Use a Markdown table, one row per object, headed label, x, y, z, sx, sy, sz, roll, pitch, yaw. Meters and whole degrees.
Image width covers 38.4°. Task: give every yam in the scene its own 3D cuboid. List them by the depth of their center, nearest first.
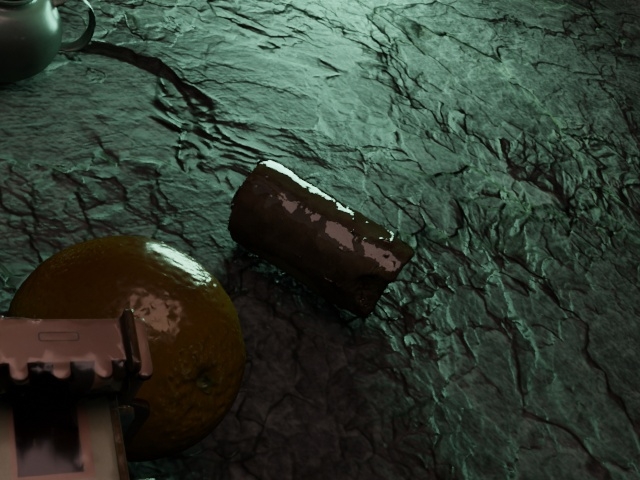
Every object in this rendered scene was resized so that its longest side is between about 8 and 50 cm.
| label | x | y | z | sx | sy | sz | roll | pitch | yaw |
| --- | --- | --- | --- | --- | --- | --- | --- | --- | --- |
| yam | 0.000 | -0.001 | 1.211 | 0.238 | 0.128 | 0.129 | 30 | 72 | 10 |

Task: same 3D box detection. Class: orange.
| label | x | y | z | sx | sy | sz | roll | pitch | yaw |
| --- | --- | --- | --- | --- | --- | --- | --- | --- | --- |
| orange | -0.189 | 0.104 | 0.894 | 0.236 | 0.236 | 0.236 | 17 | 39 | -15 |

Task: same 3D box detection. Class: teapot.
| label | x | y | z | sx | sy | sz | roll | pitch | yaw |
| --- | --- | --- | --- | --- | --- | --- | --- | --- | --- |
| teapot | -0.454 | -0.311 | 1.273 | 0.295 | 0.129 | 0.193 | -3 | 49 | -34 |

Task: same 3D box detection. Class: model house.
| label | x | y | z | sx | sy | sz | roll | pitch | yaw |
| --- | --- | --- | --- | --- | --- | --- | --- | --- | --- |
| model house | -0.198 | 0.233 | 0.671 | 0.169 | 0.326 | 0.244 | 7 | 49 | -28 |
